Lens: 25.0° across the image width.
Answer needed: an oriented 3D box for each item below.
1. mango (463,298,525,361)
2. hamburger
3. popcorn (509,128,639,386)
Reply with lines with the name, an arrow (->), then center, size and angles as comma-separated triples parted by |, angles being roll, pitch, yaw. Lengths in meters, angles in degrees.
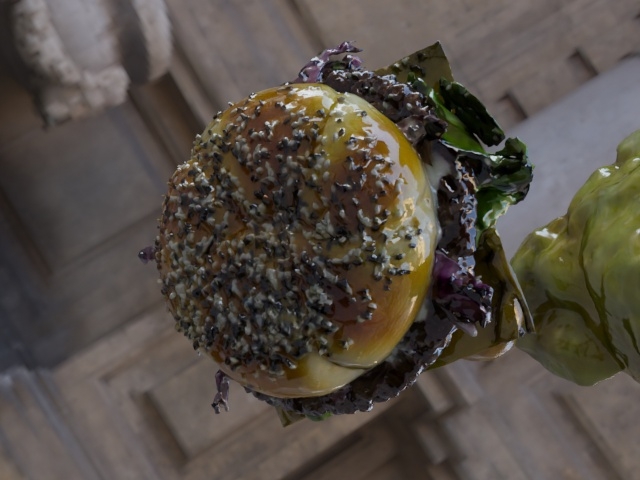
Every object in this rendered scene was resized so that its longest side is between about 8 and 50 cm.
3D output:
mango -> 0.090, 0.036, 0.984 | 0.114, 0.060, 0.080 | 39, -35, -13
hamburger -> 0.002, -0.004, 0.631 | 0.093, 0.189, 0.164 | 7, 52, -59
popcorn -> 0.346, 0.010, 1.286 | 0.334, 0.292, 0.293 | 163, -74, -68
